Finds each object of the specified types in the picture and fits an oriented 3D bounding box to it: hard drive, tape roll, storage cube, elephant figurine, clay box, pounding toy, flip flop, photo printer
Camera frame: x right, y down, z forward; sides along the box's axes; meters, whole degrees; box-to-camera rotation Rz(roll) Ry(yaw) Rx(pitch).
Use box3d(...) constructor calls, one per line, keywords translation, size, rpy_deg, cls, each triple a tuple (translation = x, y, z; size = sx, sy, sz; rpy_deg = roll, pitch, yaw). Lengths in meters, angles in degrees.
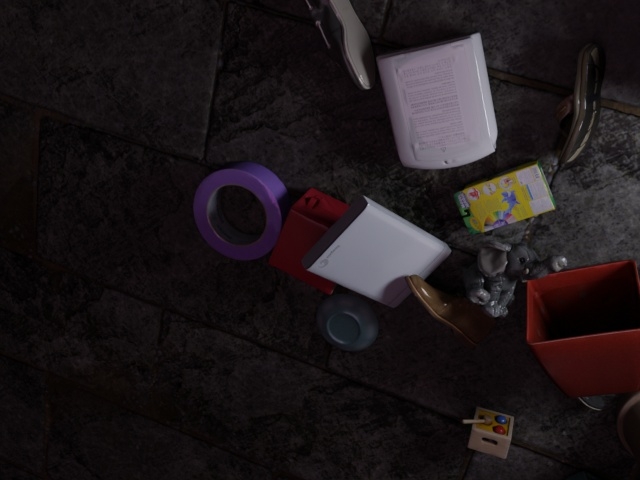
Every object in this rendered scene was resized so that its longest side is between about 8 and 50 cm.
box3d(translation=(0.152, 0.040, 1.791), size=(0.353, 0.047, 0.233), rpy_deg=(26, 115, -40), cls="hard drive")
box3d(translation=(-0.223, -0.085, 1.998), size=(0.275, 0.090, 0.274), rpy_deg=(8, 115, 17), cls="tape roll")
box3d(translation=(0.000, 0.000, 1.899), size=(0.193, 0.183, 0.215), rpy_deg=(26, 117, 6), cls="storage cube")
box3d(translation=(0.479, 0.066, 1.760), size=(0.186, 0.169, 0.239), rpy_deg=(35, 116, 7), cls="elephant figurine")
box3d(translation=(0.463, -0.106, 1.760), size=(0.222, 0.053, 0.127), rpy_deg=(-19, 104, 27), cls="clay box")
box3d(translation=(0.472, 0.535, 1.980), size=(0.141, 0.130, 0.100), rpy_deg=(14, 115, 15), cls="pounding toy")
box3d(translation=(0.589, -0.315, 1.607), size=(0.080, 0.112, 0.277), rpy_deg=(21, 123, 40), cls="flip flop")
box3d(translation=(0.290, -0.328, 1.699), size=(0.256, 0.107, 0.307), rpy_deg=(-8, 109, 23), cls="photo printer")

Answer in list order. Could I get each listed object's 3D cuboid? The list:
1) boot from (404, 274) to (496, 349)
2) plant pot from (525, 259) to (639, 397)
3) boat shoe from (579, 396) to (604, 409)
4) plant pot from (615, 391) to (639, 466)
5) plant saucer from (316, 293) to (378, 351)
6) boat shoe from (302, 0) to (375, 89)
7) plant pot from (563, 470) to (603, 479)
box3d(translation=(0.349, 0.167, 1.866), size=(0.305, 0.112, 0.115), rpy_deg=(38, 109, -24), cls="boot")
box3d(translation=(0.672, 0.237, 1.726), size=(0.267, 0.267, 0.235), rpy_deg=(-12, 120, 24), cls="plant pot")
box3d(translation=(0.716, 0.407, 1.884), size=(0.133, 0.049, 0.042), rpy_deg=(41, 127, 5), cls="boat shoe")
box3d(translation=(0.893, 0.513, 1.763), size=(0.263, 0.229, 0.263), rpy_deg=(7, 112, 17), cls="plant pot")
box3d(translation=(0.074, 0.253, 2.061), size=(0.195, 0.037, 0.195), rpy_deg=(8, 115, 17), cls="plant saucer")
box3d(translation=(0.039, -0.523, 1.719), size=(0.095, 0.112, 0.335), rpy_deg=(-15, 101, 43), cls="boat shoe")
box3d(translation=(0.752, 0.803, 1.936), size=(0.247, 0.248, 0.252), rpy_deg=(27, 102, 8), cls="plant pot")
